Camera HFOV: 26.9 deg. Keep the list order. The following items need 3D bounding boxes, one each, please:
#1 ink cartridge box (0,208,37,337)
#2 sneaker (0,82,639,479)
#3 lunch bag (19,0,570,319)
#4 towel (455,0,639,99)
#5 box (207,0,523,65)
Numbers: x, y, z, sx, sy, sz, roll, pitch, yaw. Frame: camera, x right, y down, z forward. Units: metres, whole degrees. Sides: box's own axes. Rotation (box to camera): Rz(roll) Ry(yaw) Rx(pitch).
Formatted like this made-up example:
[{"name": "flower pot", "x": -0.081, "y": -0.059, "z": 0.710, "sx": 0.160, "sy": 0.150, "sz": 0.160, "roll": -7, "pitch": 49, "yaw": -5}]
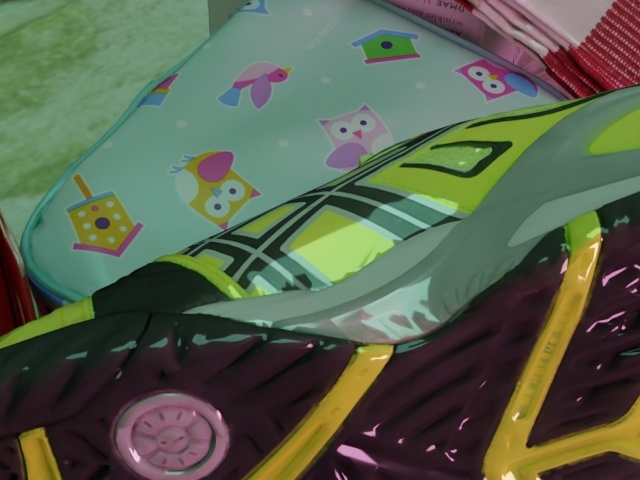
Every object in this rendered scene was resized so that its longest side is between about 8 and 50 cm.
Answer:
[{"name": "ink cartridge box", "x": -0.213, "y": -0.007, "z": 0.679, "sx": 0.078, "sy": 0.134, "sz": 0.231, "roll": -21, "pitch": 49, "yaw": -20}, {"name": "sneaker", "x": 0.011, "y": 0.044, "z": 0.522, "sx": 0.385, "sy": 0.145, "sz": 0.147, "roll": -15, "pitch": 28, "yaw": 2}, {"name": "lunch bag", "x": 0.000, "y": 0.000, "z": 0.687, "sx": 0.224, "sy": 0.108, "sz": 0.279, "roll": 29, "pitch": 54, "yaw": 15}, {"name": "towel", "x": 0.142, "y": -0.182, "z": 0.768, "sx": 0.329, "sy": 0.037, "sz": 0.237, "roll": 39, "pitch": 48, "yaw": 2}, {"name": "box", "x": 0.045, "y": -0.176, "z": 0.852, "sx": 0.182, "sy": 0.119, "sz": 0.181, "roll": 18, "pitch": 48, "yaw": 16}]
